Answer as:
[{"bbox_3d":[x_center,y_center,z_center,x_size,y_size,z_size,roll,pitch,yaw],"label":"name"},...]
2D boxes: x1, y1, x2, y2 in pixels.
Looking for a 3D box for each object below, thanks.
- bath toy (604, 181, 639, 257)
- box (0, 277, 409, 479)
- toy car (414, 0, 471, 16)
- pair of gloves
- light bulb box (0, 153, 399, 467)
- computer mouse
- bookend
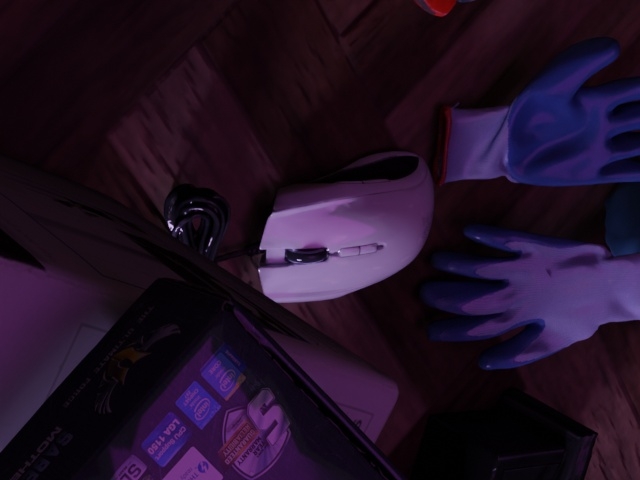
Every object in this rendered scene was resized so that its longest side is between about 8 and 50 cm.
[{"bbox_3d":[0.307,0.048,1.259,0.151,0.129,0.348,-18,137,18],"label":"bath toy"},{"bbox_3d":[-0.058,0.157,0.601,0.233,0.059,0.183,-48,117,-15],"label":"box"},{"bbox_3d":[0.132,-0.230,0.974,0.225,0.053,0.239,2,111,-46],"label":"toy car"},{"bbox_3d":[0.135,-0.020,1.075,0.159,0.023,0.198,-6,112,-16],"label":"pair of gloves"},{"bbox_3d":[-0.220,0.127,0.680,0.361,0.225,0.358,23,95,-48],"label":"light bulb box"},{"bbox_3d":[0.000,0.000,0.973,0.193,0.042,0.106,-20,123,-37],"label":"computer mouse"},{"bbox_3d":[0.074,0.178,1.124,0.156,0.072,0.157,1,110,-45],"label":"bookend"}]
